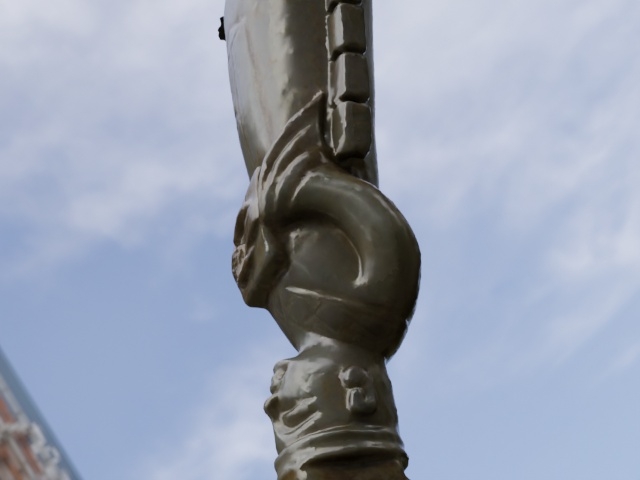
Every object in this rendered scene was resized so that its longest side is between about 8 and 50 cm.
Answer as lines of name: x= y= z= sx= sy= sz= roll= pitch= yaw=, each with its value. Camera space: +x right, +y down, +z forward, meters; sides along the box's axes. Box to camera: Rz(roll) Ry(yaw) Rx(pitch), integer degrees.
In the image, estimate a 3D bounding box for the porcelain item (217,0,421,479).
porcelain item: x=0.000 y=0.000 z=0.465 sx=0.054 sy=0.213 sz=0.084 roll=3 pitch=-34 yaw=-13
